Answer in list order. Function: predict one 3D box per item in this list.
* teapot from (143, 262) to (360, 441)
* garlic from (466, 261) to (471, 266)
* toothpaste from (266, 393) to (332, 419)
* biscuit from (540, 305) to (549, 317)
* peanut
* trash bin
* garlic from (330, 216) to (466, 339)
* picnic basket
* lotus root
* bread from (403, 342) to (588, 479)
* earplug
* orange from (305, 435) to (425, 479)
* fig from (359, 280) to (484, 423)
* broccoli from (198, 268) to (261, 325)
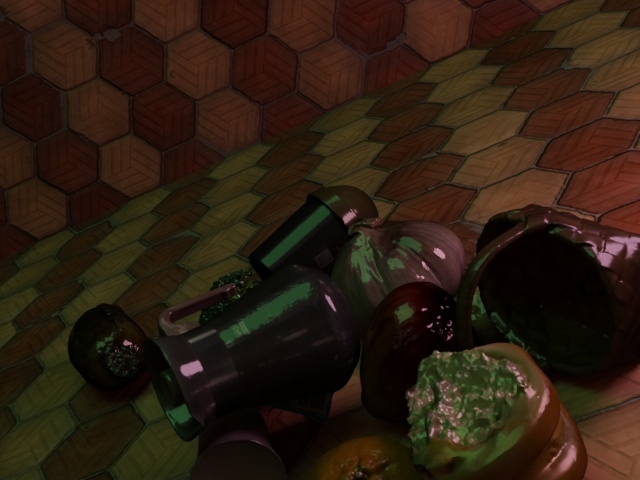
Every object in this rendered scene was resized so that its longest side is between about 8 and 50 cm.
[{"bbox_3d":[-0.135,0.189,1.679,0.344,0.253,0.300,-20,43,-25],"label":"teapot"},{"bbox_3d":[0.391,0.050,1.837,0.195,0.101,0.087,-7,50,58],"label":"garlic"},{"bbox_3d":[-0.106,0.289,1.810,0.266,0.065,0.050,13,-4,6],"label":"toothpaste"},{"bbox_3d":[0.467,0.084,1.845,0.237,0.026,0.131,-42,24,-27],"label":"biscuit"},{"bbox_3d":[0.323,0.136,1.786,0.140,0.109,0.159,-17,22,36],"label":"peanut"},{"bbox_3d":[0.000,0.000,2.312,0.334,0.214,0.214,-42,25,-12],"label":"trash bin"},{"bbox_3d":[0.169,0.070,1.980,0.322,0.241,0.322,-7,39,5],"label":"garlic"},{"bbox_3d":[0.352,0.100,1.548,0.337,0.293,0.337,-7,20,2],"label":"picnic basket"},{"bbox_3d":[-0.546,0.277,2.379,0.196,0.179,0.397,-51,24,-11],"label":"lotus root"},{"bbox_3d":[0.272,0.291,1.317,0.211,0.270,0.316,-36,12,17],"label":"bread"},{"bbox_3d":[-0.162,0.384,1.750,0.172,0.172,0.301,-27,17,1],"label":"earplug"},{"bbox_3d":[0.071,0.404,1.407,0.219,0.193,0.219,-7,23,3],"label":"orange"},{"bbox_3d":[0.179,0.208,1.666,0.224,0.224,0.263,6,71,53],"label":"fig"},{"bbox_3d":[-0.135,0.224,1.998,0.249,0.302,0.375,-63,8,-22],"label":"broccoli"}]
